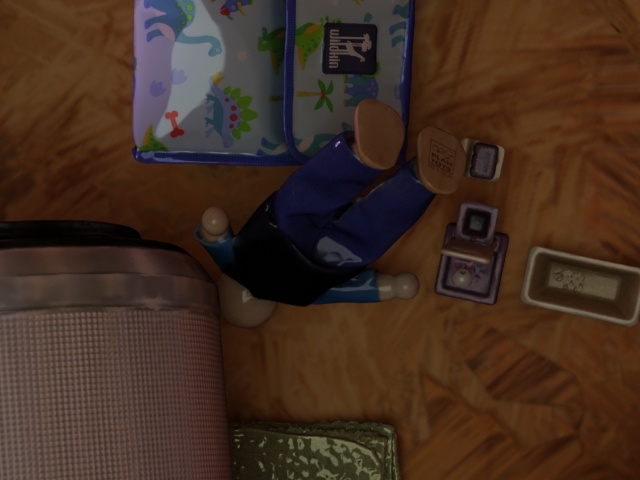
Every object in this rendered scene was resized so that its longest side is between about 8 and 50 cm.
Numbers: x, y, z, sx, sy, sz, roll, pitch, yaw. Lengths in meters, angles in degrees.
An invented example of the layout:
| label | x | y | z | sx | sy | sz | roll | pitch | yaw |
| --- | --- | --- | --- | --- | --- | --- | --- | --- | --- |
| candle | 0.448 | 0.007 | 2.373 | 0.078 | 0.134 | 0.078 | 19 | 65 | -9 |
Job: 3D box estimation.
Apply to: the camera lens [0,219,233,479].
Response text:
| label | x | y | z | sx | sy | sz | roll | pitch | yaw |
| --- | --- | --- | --- | --- | --- | --- | --- | --- | --- |
| camera lens | -0.153 | 0.136 | 0.944 | 0.219 | 0.219 | 0.274 | -7 | 82 | 10 |

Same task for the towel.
| label | x | y | z | sx | sy | sz | roll | pitch | yaw |
| --- | --- | --- | --- | --- | --- | --- | --- | --- | --- |
| towel | -0.025 | 0.154 | 1.047 | 0.148 | 0.027 | 0.110 | 0 | 98 | 9 |

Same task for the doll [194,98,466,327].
| label | x | y | z | sx | sy | sz | roll | pitch | yaw |
| --- | --- | --- | --- | --- | --- | --- | --- | --- | --- |
| doll | 0.000 | 0.000 | 0.970 | 0.129 | 0.046 | 0.189 | 22 | 142 | -25 |

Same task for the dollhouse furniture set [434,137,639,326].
| label | x | y | z | sx | sy | sz | roll | pitch | yaw |
| --- | --- | --- | --- | --- | --- | --- | --- | --- | --- |
| dollhouse furniture set | 0.119 | 0.002 | 0.973 | 0.114 | 0.081 | 0.091 | 12 | 100 | 8 |

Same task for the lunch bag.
| label | x | y | z | sx | sy | sz | roll | pitch | yaw |
| --- | --- | --- | --- | --- | --- | --- | --- | --- | --- |
| lunch bag | -0.025 | -0.104 | 0.982 | 0.151 | 0.096 | 0.129 | 2 | 98 | -5 |
